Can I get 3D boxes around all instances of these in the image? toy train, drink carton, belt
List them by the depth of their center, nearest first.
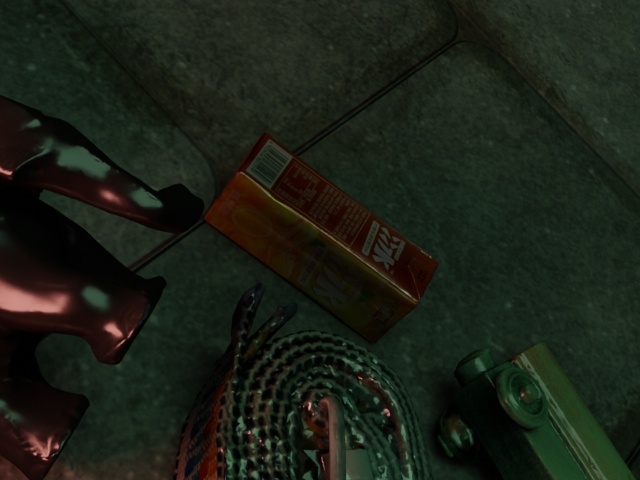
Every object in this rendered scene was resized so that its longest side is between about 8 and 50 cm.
[{"bbox_3d":[-0.010,0.203,1.015,0.207,0.160,0.295,18,53,-20],"label":"belt"},{"bbox_3d":[0.244,0.230,1.195,0.177,0.116,0.285,-15,67,-50],"label":"toy train"},{"bbox_3d":[0.000,0.000,1.201,0.223,0.096,0.071,36,48,-4],"label":"drink carton"}]

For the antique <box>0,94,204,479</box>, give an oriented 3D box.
[{"bbox_3d":[-0.258,0.032,0.873,0.255,0.322,0.185,36,31,-5],"label":"antique"}]
